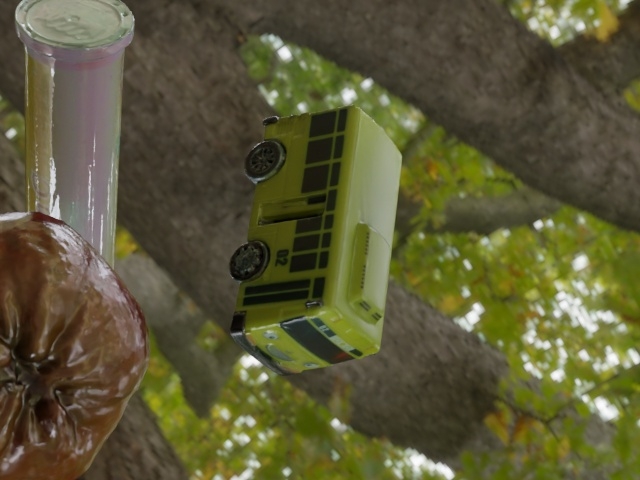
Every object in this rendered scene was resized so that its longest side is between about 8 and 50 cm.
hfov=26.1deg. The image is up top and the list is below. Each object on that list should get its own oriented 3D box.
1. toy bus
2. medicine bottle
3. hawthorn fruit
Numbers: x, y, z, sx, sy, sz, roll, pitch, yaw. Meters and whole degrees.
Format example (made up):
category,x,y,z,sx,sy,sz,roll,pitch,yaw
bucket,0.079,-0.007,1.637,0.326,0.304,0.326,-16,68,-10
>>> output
category,x,y,z,sx,sy,sz,roll,pitch,yaw
toy bus,0.000,0.000,1.456,0.150,0.128,0.262,-9,-121,28
medicine bottle,-0.251,-0.042,1.384,0.108,0.426,0.108,6,-140,-5
hawthorn fruit,-0.273,0.091,1.184,0.258,0.258,0.262,-29,-159,9
